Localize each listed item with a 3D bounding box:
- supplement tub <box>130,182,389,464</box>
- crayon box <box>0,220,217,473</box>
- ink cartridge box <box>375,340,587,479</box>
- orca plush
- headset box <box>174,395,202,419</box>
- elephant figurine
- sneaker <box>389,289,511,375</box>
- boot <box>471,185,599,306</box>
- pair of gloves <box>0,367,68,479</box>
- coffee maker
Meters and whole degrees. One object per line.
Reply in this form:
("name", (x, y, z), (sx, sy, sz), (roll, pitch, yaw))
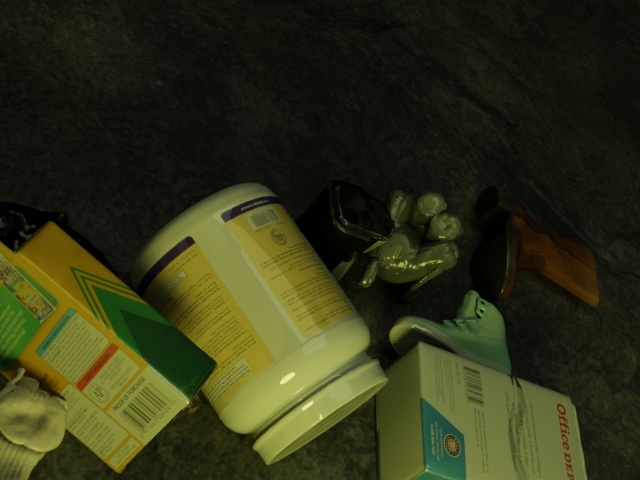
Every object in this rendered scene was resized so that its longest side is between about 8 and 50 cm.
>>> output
("supplement tub", (-0.082, 0.114, 1.623), (0.241, 0.241, 0.331), (-22, 73, -47))
("crayon box", (-0.310, 0.119, 1.463), (0.323, 0.203, 0.083), (41, 41, -4))
("ink cartridge box", (0.245, 0.317, 1.803), (0.307, 0.129, 0.223), (22, 45, -24))
("orca plush", (-0.363, 0.013, 1.586), (0.287, 0.102, 0.151), (36, 42, -9))
("headset box", (-0.206, 0.211, 1.601), (0.083, 0.032, 0.062), (-13, 67, -45))
("elephant figurine", (0.157, 0.019, 1.979), (0.186, 0.239, 0.169), (1, 76, 2))
("sneaker", (0.210, 0.142, 1.944), (0.256, 0.094, 0.151), (27, 49, -33))
("boot", (0.408, 0.059, 2.208), (0.280, 0.096, 0.264), (32, 34, -25))
("pair of gloves", (-0.416, 0.191, 1.372), (0.240, 0.042, 0.204), (27, 27, -1))
("coffee maker", (0.000, 0.000, 1.831), (0.171, 0.178, 0.120), (-5, 60, -41))
